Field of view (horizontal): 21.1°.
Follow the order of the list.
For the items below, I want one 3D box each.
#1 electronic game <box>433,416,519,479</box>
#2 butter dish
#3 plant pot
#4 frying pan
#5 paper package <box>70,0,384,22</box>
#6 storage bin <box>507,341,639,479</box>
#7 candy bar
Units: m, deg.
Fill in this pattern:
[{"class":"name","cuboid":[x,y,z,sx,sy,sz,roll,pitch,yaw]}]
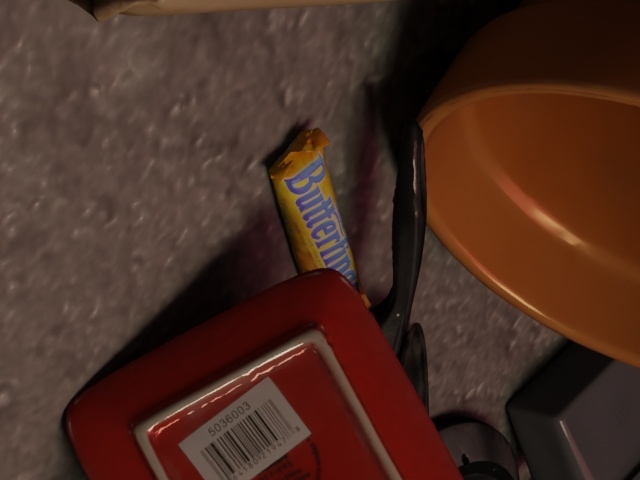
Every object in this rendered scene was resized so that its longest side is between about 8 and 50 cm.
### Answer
[{"class":"electronic game","cuboid":[0.062,0.227,1.168,0.229,0.048,0.229,-28,130,-40]},{"class":"butter dish","cuboid":[-0.025,0.116,0.873,0.160,0.160,0.118,-29,176,-4]},{"class":"plant pot","cuboid":[0.215,-0.073,0.931,0.203,0.291,0.291,-64,152,-22]},{"class":"frying pan","cuboid":[0.034,0.108,0.947,0.326,0.053,0.197,78,16,-53]},{"class":"paper package","cuboid":[0.032,-0.249,0.601,0.325,0.168,0.309,-12,127,-49]},{"class":"storage bin","cuboid":[0.195,0.125,1.238,0.135,0.098,0.091,-39,116,-27]},{"class":"candy bar","cuboid":[0.000,0.000,0.914,0.040,0.018,0.161,-45,147,-21]}]
